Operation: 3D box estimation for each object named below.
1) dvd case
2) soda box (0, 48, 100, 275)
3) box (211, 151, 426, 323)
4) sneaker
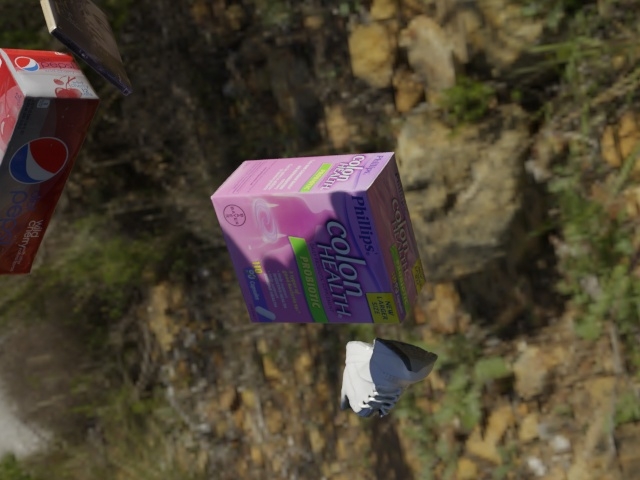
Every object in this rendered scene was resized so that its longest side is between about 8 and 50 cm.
[{"bbox_3d":[-0.358,-0.326,1.812,0.164,0.018,0.221,40,-163,-44],"label":"dvd case"},{"bbox_3d":[-0.333,-0.079,1.323,0.083,0.092,0.263,55,130,32],"label":"soda box"},{"bbox_3d":[0.000,0.000,1.723,0.117,0.243,0.213,-54,-45,-52],"label":"box"},{"bbox_3d":[0.110,0.234,2.025,0.297,0.111,0.129,146,141,-74],"label":"sneaker"}]
